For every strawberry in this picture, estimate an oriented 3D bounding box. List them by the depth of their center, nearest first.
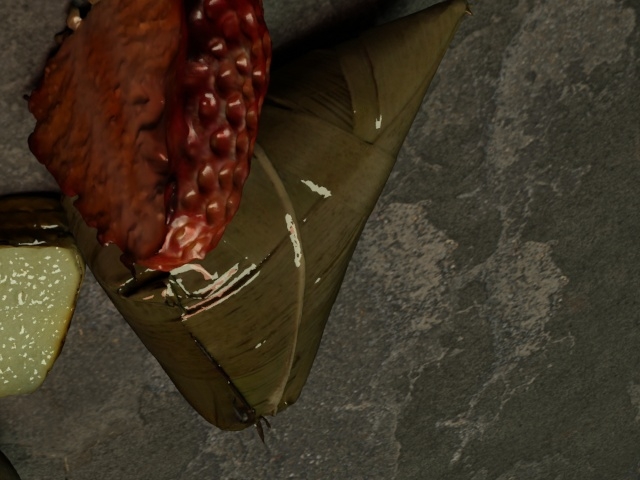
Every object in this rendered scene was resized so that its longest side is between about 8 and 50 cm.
[{"bbox_3d":[-0.118,-0.126,0.978,0.150,0.280,0.253,12,117,-46],"label":"strawberry"}]

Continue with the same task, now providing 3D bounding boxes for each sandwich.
[{"bbox_3d":[-0.371,0.065,1.167,0.226,0.087,0.251,-3,135,-31],"label":"sandwich"}]

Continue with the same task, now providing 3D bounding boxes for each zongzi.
[{"bbox_3d":[0.011,0.015,1.266,0.467,0.218,0.500,-28,144,-5],"label":"zongzi"}]

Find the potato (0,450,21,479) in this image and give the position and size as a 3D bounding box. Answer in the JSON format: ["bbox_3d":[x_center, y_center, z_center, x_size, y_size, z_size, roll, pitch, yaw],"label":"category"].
[{"bbox_3d":[-0.495,0.328,1.277,0.243,0.221,0.326,-34,157,19],"label":"potato"}]
